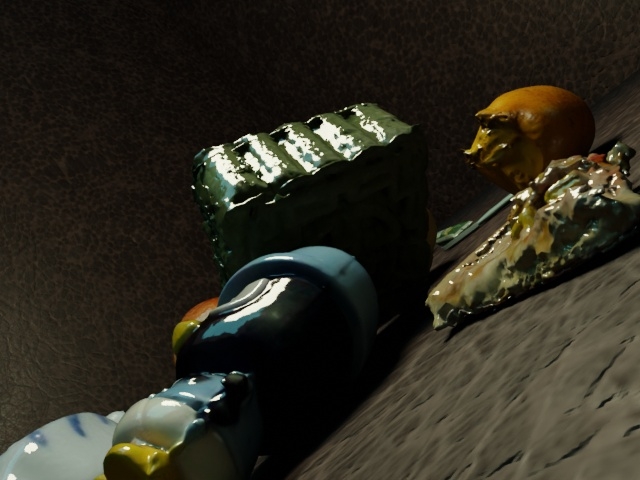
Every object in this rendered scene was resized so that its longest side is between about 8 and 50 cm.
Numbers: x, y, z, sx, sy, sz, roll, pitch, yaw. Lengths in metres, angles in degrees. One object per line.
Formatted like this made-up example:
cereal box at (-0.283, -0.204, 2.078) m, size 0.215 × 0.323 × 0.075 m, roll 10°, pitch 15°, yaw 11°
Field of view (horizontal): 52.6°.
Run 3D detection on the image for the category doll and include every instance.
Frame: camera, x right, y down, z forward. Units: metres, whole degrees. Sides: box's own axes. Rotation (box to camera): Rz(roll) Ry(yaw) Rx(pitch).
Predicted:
doll at (-0.050, 0.100, 0.530) m, size 0.314 × 0.141 × 0.177 m, roll -40°, pitch -12°, yaw -51°

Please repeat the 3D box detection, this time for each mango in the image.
mango at (0.271, -0.123, 0.825) m, size 0.154 × 0.126 × 0.252 m, roll -54°, pitch -17°, yaw 26°

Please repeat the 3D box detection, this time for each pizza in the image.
pizza at (0.142, -0.011, 0.407) m, size 0.185 × 0.052 × 0.195 m, roll -42°, pitch -4°, yaw -4°

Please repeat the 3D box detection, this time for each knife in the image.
knife at (0.286, -0.036, 1.142) m, size 0.210 × 0.015 × 0.028 m, roll -43°, pitch 1°, yaw 36°

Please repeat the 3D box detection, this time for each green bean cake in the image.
green bean cake at (0.000, 0.000, 0.710) m, size 0.241 × 0.132 × 0.255 m, roll -21°, pitch -53°, yaw -21°

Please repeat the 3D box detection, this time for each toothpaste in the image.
toothpaste at (0.265, -0.011, 1.323) m, size 0.049 × 0.031 × 0.204 m, roll -41°, pitch -2°, yaw -6°

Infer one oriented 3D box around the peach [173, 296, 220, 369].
peach at (-0.163, 0.210, 1.301) m, size 0.257 × 0.232 × 0.232 m, roll -42°, pitch -4°, yaw -5°

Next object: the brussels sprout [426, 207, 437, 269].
brussels sprout at (0.038, -0.012, 0.986) m, size 0.294 × 0.259 × 0.227 m, roll 0°, pitch 67°, yaw 48°

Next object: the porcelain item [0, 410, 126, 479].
porcelain item at (-0.341, 0.340, 0.811) m, size 0.243 × 0.178 × 0.405 m, roll -39°, pitch -4°, yaw 3°
